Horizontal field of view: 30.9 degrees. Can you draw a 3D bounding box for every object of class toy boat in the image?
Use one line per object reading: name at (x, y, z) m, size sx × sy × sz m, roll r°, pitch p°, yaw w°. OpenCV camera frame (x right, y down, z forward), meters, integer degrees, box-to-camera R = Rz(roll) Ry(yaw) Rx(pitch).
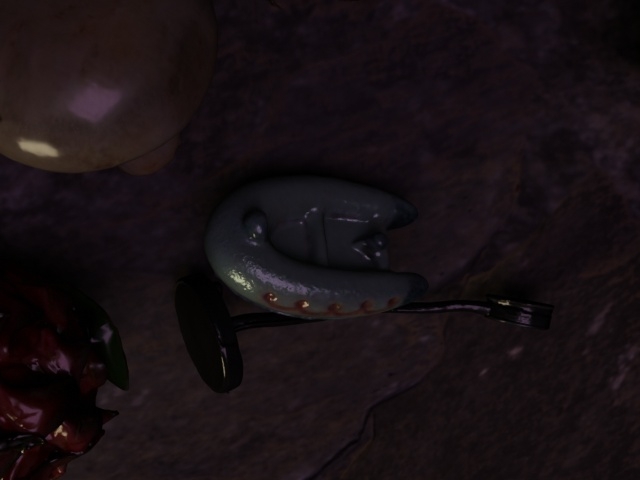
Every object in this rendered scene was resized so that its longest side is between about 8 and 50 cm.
toy boat at (0.000, 0.000, 1.027) m, size 0.208 × 0.134 × 0.079 m, roll 5°, pitch 157°, yaw -18°

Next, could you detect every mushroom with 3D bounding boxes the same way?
mushroom at (-0.180, -0.145, 0.906) m, size 0.207 × 0.209 × 0.206 m, roll 0°, pitch 89°, yaw -2°

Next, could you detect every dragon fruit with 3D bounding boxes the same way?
dragon fruit at (-0.307, 0.139, 0.961) m, size 0.293 × 0.234 × 0.233 m, roll -40°, pitch 119°, yaw -12°

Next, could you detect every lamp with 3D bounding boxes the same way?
lamp at (0.043, 0.096, 1.113) m, size 0.371 × 0.130 × 0.108 m, roll 5°, pitch 91°, yaw -25°

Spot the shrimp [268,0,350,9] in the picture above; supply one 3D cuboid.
shrimp at (-0.045, -0.295, 0.895) m, size 0.253 × 0.058 × 0.173 m, roll 36°, pitch 103°, yaw -7°
